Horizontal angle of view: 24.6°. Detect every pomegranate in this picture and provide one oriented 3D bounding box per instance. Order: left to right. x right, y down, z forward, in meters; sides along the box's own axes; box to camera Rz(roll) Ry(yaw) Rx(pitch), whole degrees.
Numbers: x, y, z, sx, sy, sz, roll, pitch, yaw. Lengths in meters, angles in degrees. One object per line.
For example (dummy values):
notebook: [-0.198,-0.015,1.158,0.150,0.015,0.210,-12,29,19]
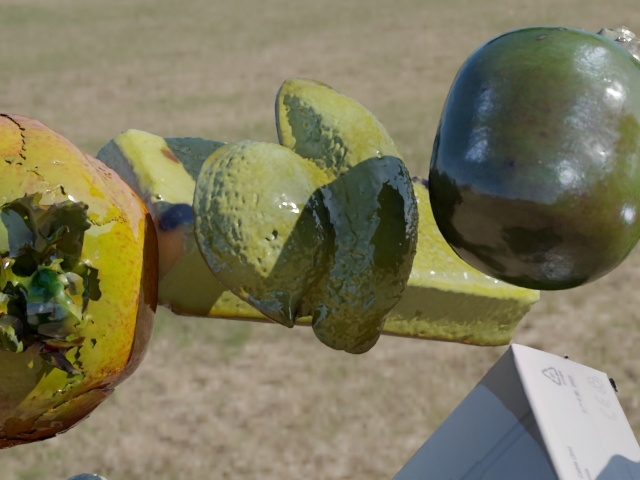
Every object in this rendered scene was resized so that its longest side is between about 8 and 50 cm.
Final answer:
pomegranate: [-0.194,0.025,0.901,0.210,0.210,0.235,-11,2,-25]
pomegranate: [0.156,-0.036,0.833,0.191,0.152,0.131,16,-21,-3]

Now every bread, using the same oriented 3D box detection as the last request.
bread: [-0.003,-0.031,0.899,0.149,0.188,0.065,18,-31,-28]
bread: [0.000,0.000,1.122,0.361,0.077,0.138,8,39,-37]

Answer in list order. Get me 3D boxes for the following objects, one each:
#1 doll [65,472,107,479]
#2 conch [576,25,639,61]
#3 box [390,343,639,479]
doll: [-0.124,0.262,1.041,0.278,0.149,0.175,21,10,5]
conch: [0.208,-0.098,1.302,0.163,0.245,0.178,30,-24,-4]
box: [0.127,0.231,1.021,0.106,0.252,0.203,18,35,-29]
